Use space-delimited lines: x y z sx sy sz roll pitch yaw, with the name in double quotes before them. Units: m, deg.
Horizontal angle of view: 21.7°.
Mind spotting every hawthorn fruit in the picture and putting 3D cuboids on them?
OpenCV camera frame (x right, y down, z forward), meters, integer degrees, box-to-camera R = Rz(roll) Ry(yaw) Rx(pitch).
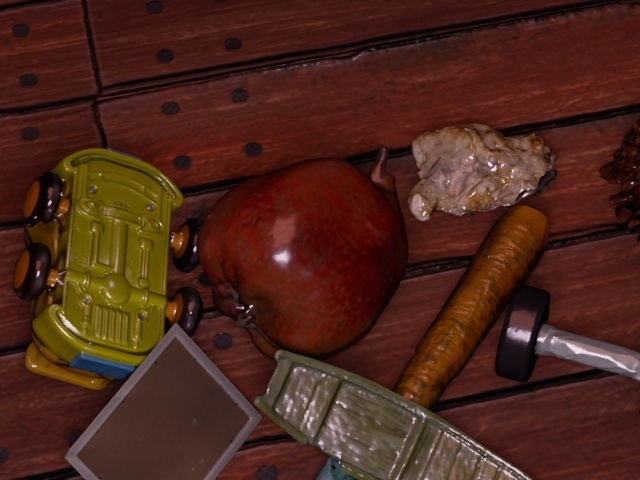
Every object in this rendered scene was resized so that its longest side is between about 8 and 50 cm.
"hawthorn fruit" 0.000 0.000 1.731 0.208 0.208 0.248 38 72 25

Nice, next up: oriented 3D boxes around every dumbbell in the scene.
"dumbbell" 0.281 0.116 1.709 0.191 0.100 0.100 15 56 11

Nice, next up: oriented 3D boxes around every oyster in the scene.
"oyster" 0.171 -0.080 1.851 0.163 0.081 0.191 18 49 30

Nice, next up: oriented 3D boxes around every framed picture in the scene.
"framed picture" -0.155 0.195 1.664 0.142 0.011 0.183 49 60 -19

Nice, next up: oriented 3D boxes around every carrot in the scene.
"carrot" 0.151 0.089 1.752 0.066 0.066 0.314 25 60 18

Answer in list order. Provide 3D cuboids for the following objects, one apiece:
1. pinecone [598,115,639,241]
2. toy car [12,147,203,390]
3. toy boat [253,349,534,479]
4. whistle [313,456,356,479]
"pinecone" 0.416 -0.066 1.782 0.221 0.221 0.221 -1 55 1
"toy car" -0.235 0.035 1.745 0.200 0.142 0.248 21 55 -27
"toy boat" 0.072 0.201 1.641 0.293 0.055 0.093 27 76 -4
"whistle" -0.001 0.259 1.651 0.039 0.039 0.186 26 59 18
